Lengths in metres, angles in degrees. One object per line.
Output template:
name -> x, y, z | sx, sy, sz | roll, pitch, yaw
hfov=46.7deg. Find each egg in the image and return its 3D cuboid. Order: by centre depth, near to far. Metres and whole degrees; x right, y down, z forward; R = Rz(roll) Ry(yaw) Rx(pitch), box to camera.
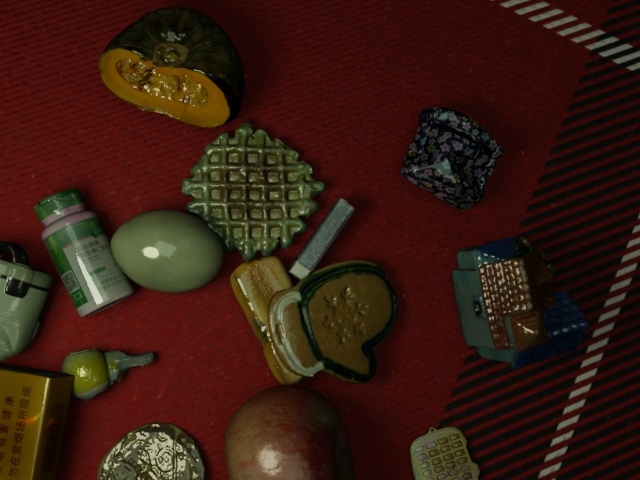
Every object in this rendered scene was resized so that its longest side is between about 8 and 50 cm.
egg -> -0.339, 0.024, 1.655 | 0.253, 0.186, 0.186 | 8, 83, -22

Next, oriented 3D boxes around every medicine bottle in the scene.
medicine bottle -> -0.534, 0.025, 1.660 | 0.134, 0.133, 0.274 | -27, 88, -9

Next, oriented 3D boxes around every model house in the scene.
model house -> 0.471, 0.136, 1.688 | 0.252, 0.329, 0.294 | -11, 88, -5

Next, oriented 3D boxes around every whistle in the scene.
whistle -> -0.481, 0.293, 1.659 | 0.223, 0.123, 0.122 | -9, 86, -24

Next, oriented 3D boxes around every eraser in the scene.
eraser -> 0.000, 0.000, 1.756 | 0.046, 0.092, 0.212 | 35, 83, -5

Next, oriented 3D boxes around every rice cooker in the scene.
rice cooker -> -0.702, 0.121, 1.592 | 0.226, 0.226, 0.244 | 16, 84, -6

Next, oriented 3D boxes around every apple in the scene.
apple -> -0.077, 0.487, 1.592 | 0.270, 0.345, 0.344 | -12, 86, 13

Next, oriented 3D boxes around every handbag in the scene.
handbag -> 0.315, -0.206, 1.800 | 0.229, 0.127, 0.207 | 26, 75, -4

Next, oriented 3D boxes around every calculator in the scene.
calculator -> 0.302, 0.561, 1.772 | 0.157, 0.033, 0.236 | -16, 84, -8

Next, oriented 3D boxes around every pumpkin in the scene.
pumpkin -> -0.315, -0.402, 1.715 | 0.325, 0.242, 0.232 | 21, 53, -1

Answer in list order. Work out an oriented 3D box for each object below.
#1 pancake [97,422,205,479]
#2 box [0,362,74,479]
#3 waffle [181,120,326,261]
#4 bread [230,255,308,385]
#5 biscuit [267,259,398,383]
pancake -> -0.380, 0.539, 1.672 | 0.250, 0.031, 0.249 | 1, 81, -3
box -> -0.751, 0.381, 1.553 | 0.416, 0.116, 0.264 | 8, 86, 9
waffle -> -0.162, -0.114, 1.761 | 0.309, 0.056, 0.291 | 40, 81, -1
bread -> -0.097, 0.183, 1.723 | 0.142, 0.091, 0.305 | -25, 88, -25
biscuit -> 0.047, 0.198, 1.698 | 0.344, 0.057, 0.287 | -20, 92, -31
